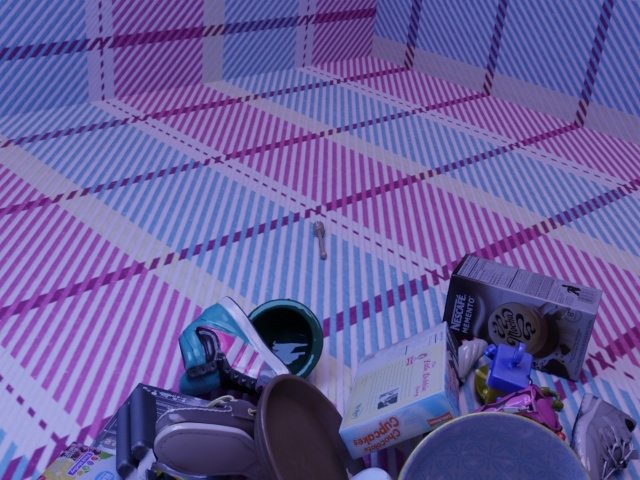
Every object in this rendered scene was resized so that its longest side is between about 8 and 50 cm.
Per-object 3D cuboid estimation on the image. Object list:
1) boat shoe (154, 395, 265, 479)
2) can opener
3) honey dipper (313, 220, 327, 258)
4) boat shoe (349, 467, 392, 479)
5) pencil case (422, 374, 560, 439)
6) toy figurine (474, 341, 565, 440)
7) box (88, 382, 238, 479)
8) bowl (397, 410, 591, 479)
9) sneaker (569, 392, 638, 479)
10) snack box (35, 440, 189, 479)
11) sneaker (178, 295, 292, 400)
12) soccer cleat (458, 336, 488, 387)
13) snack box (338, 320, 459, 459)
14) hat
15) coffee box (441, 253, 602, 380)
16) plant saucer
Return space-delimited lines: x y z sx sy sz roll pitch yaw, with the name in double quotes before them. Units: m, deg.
"boat shoe" -0.131 0.295 1.236 0.324 0.117 0.096 26 34 -46
"can opener" -0.262 0.330 1.212 0.093 0.074 0.280 36 10 -29
"honey dipper" 0.000 0.000 2.080 0.031 0.030 0.160 3 29 -6
"boat shoe" 0.043 0.425 1.101 0.080 0.076 0.228 8 62 38
"pencil case" 0.261 0.296 1.268 0.098 0.209 0.095 11 50 -62
"toy figurine" 0.355 0.263 1.428 0.191 0.217 0.362 14 29 15
"box" -0.238 0.335 1.347 0.231 0.056 0.183 11 29 10
"bowl" 0.237 0.398 1.174 0.290 0.289 0.156 4 -16 -3
"sneaker" 0.491 0.357 1.393 0.115 0.105 0.281 16 28 19
"snack box" -0.324 0.398 1.191 0.207 0.070 0.174 14 27 13
"sneaker" -0.163 0.251 1.461 0.178 0.123 0.295 -30 60 -21
"soccer cleat" 0.272 0.254 1.607 0.196 0.068 0.076 -18 50 -36
"snack box" 0.147 0.252 1.415 0.187 0.060 0.322 -25 8 15
"hat" -0.063 0.218 1.643 0.173 0.183 0.208 26 76 17
"coffee box" 0.417 0.158 1.701 0.297 0.168 0.119 15 28 19
"plant saucer" -0.013 0.335 1.232 0.041 0.278 0.278 -32 20 19
